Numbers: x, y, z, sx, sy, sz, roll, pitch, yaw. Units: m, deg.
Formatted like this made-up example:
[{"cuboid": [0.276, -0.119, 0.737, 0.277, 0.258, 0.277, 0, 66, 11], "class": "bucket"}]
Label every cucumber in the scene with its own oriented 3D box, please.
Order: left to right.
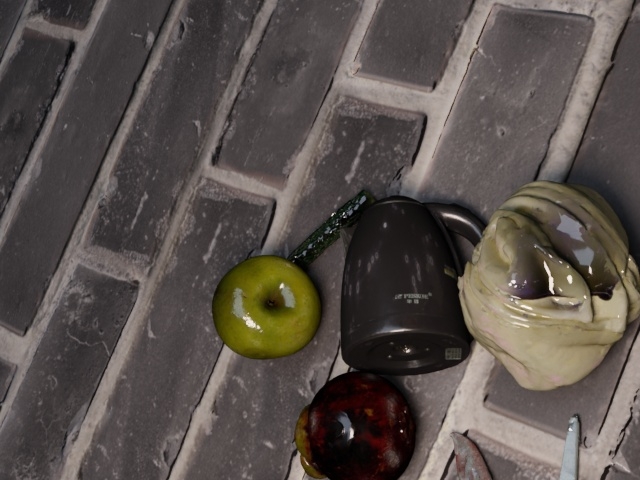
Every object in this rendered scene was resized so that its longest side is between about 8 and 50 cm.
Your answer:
[{"cuboid": [0.000, 0.000, 2.001, 0.256, 0.043, 0.044, -43, 51, 13], "class": "cucumber"}]

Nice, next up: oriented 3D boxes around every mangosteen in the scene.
[{"cuboid": [0.056, 0.312, 1.761, 0.210, 0.210, 0.210, -11, 68, 29], "class": "mangosteen"}]

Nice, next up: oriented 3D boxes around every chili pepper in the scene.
[{"cuboid": [0.243, 0.370, 1.718, 0.050, 0.041, 0.153, -21, 45, 3], "class": "chili pepper"}]

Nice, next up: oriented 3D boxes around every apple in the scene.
[{"cuboid": [-0.098, 0.123, 1.932, 0.157, 0.196, 0.196, 128, 140, -60], "class": "apple"}]

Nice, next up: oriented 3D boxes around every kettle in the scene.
[{"cuboid": [0.165, 0.060, 1.804, 0.268, 0.207, 0.290, -1, 62, 0], "class": "kettle"}]

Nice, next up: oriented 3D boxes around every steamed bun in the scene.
[{"cuboid": [0.345, 0.051, 1.634, 0.275, 0.206, 0.320, -9, 64, 5], "class": "steamed bun"}]

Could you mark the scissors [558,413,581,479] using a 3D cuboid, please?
[{"cuboid": [0.366, 0.441, 1.623, 0.191, 0.029, 0.360, 1, 72, 28], "class": "scissors"}]
